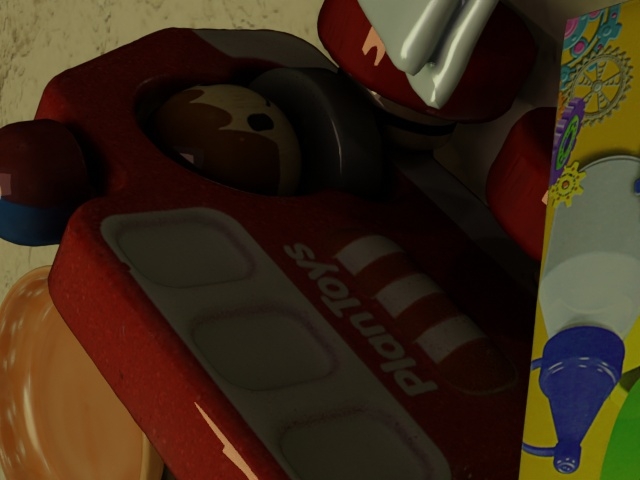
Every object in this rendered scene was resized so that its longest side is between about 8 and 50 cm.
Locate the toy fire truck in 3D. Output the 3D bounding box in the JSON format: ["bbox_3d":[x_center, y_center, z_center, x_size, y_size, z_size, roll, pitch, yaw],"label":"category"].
[{"bbox_3d":[0.000,0.000,0.539,0.302,0.254,0.169,48,126,32],"label":"toy fire truck"}]

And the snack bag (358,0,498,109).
[{"bbox_3d":[0.058,-0.264,0.517,0.323,0.037,0.342,-64,28,24],"label":"snack bag"}]

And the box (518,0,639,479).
[{"bbox_3d":[0.213,0.069,0.312,0.290,0.177,0.279,-11,65,47],"label":"box"}]

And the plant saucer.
[{"bbox_3d":[-0.163,0.115,0.887,0.200,0.037,0.200,8,101,46],"label":"plant saucer"}]
